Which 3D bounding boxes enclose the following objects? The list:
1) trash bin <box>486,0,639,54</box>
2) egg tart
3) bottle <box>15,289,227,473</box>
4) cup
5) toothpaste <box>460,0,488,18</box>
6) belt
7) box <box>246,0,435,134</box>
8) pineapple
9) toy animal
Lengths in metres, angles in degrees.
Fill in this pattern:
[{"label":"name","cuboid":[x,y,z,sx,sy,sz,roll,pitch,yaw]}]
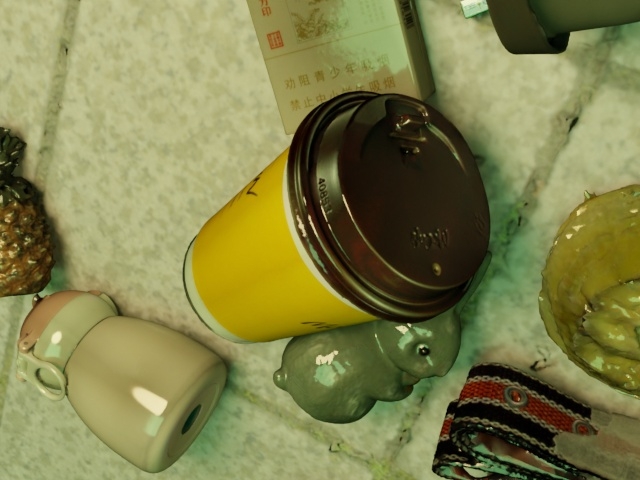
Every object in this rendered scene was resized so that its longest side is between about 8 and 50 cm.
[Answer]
[{"label":"trash bin","cuboid":[0.224,-0.253,0.504,0.250,0.220,0.219,-2,151,15]},{"label":"egg tart","cuboid":[0.307,0.063,0.690,0.252,0.098,0.232,40,124,-2]},{"label":"bottle","cuboid":[-0.238,0.141,0.913,0.236,0.147,0.147,30,120,13]},{"label":"cup","cuboid":[0.000,0.000,0.715,0.279,0.196,0.196,-27,100,46]},{"label":"toothpaste","cuboid":[0.159,-0.208,0.671,0.083,0.020,0.017,-16,103,27]},{"label":"belt","cuboid":[0.287,0.210,0.743,0.359,0.094,0.126,10,132,17]},{"label":"box","cuboid":[0.010,-0.206,0.711,0.141,0.058,0.201,-10,108,25]},{"label":"pineapple","cuboid":[-0.360,-0.036,0.916,0.108,0.108,0.198,3,101,21]},{"label":"toy animal","cuboid":[0.069,0.101,0.783,0.236,0.138,0.108,-32,63,33]}]
